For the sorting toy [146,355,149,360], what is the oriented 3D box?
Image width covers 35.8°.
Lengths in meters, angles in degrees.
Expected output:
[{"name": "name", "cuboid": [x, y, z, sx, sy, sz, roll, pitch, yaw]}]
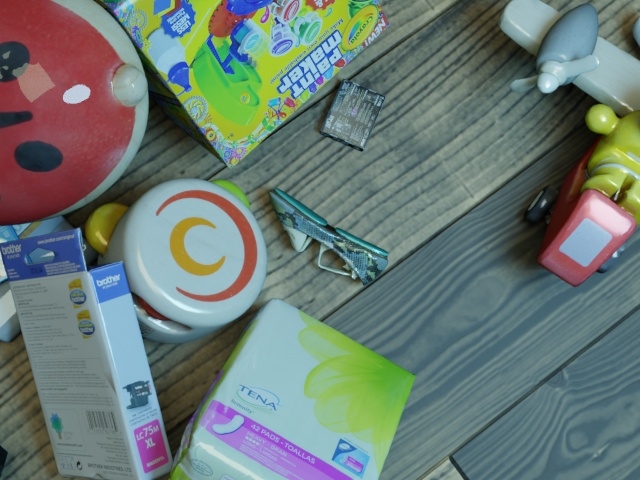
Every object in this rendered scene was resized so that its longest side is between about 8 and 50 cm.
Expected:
[{"name": "sorting toy", "cuboid": [-0.267, 0.179, 1.316, 0.062, 0.012, 0.083, 36, 82, 2]}]

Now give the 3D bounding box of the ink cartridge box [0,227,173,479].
[{"name": "ink cartridge box", "cuboid": [-0.288, 0.139, 1.211, 0.065, 0.185, 0.311, -22, 100, -45]}]

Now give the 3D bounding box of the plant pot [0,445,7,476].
[{"name": "plant pot", "cuboid": [-0.489, 0.294, 1.211, 0.167, 0.188, 0.187, 28, 81, -13]}]

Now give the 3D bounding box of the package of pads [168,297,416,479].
[{"name": "package of pads", "cuboid": [-0.031, 0.224, 1.208, 0.229, 0.101, 0.296, 30, 37, 0]}]

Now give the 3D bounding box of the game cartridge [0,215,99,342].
[{"name": "game cartridge", "cuboid": [-0.465, -0.017, 1.311, 0.297, 0.062, 0.198, 44, 78, 3]}]

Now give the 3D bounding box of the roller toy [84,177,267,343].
[{"name": "roller toy", "cuboid": [-0.180, 0.030, 1.257, 0.209, 0.146, 0.191, -9, 77, -33]}]

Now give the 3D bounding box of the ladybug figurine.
[{"name": "ladybug figurine", "cuboid": [-0.403, -0.150, 1.135, 0.449, 0.162, 0.305, -7, 108, 26]}]

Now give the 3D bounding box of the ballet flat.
[{"name": "ballet flat", "cuboid": [0.000, 0.000, 1.336, 0.188, 0.070, 0.070, 31, 81, 4]}]

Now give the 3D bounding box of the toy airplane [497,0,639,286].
[{"name": "toy airplane", "cuboid": [0.445, -0.153, 1.279, 0.386, 0.272, 0.385, -8, 82, -5]}]

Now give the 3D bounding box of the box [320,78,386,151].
[{"name": "box", "cuboid": [0.045, -0.175, 1.382, 0.067, 0.018, 0.083, 22, 81, 0]}]

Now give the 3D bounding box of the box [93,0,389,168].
[{"name": "box", "cuboid": [-0.113, -0.304, 1.240, 0.290, 0.279, 0.177, -44, 47, -8]}]

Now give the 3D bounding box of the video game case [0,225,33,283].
[{"name": "video game case", "cuboid": [-0.471, 0.022, 1.272, 0.166, 0.015, 0.119, -30, 85, -7]}]
